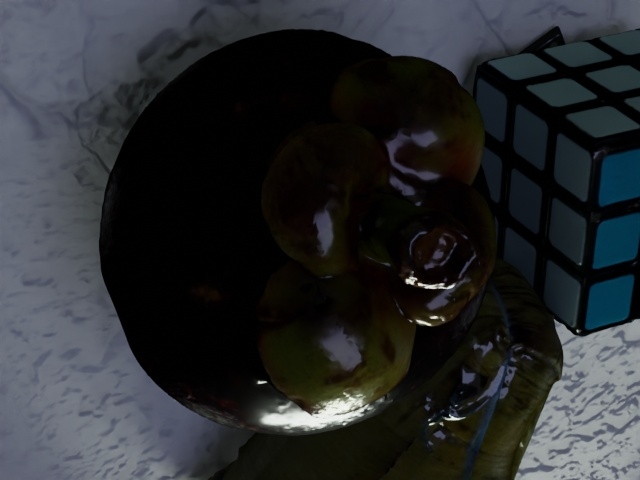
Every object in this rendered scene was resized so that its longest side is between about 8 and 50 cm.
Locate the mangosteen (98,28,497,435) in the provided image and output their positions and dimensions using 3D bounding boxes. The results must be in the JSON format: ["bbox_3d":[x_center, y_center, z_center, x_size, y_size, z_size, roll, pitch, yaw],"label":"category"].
[{"bbox_3d":[0.000,0.002,1.036,0.288,0.287,0.233,-35,132,-10],"label":"mangosteen"}]

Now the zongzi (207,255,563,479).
[{"bbox_3d":[0.122,0.180,1.265,0.360,0.160,0.323,24,118,-38],"label":"zongzi"}]

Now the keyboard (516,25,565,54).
[{"bbox_3d":[0.195,-0.075,1.283,0.067,0.011,0.202,-35,128,-8],"label":"keyboard"}]

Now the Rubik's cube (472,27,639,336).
[{"bbox_3d":[0.215,-0.048,1.201,0.162,0.163,0.160,-15,124,-25],"label":"Rubik's cube"}]
